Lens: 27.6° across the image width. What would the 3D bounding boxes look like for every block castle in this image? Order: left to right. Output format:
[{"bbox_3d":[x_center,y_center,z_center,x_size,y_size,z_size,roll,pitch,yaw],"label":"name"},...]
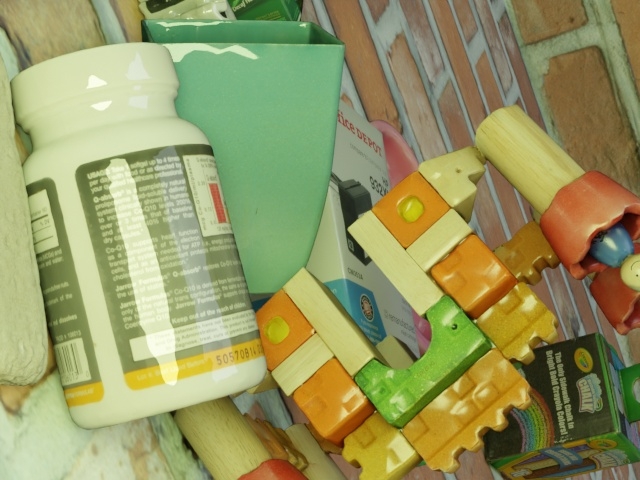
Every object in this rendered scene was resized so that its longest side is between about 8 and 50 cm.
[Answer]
[{"bbox_3d":[0.119,0.121,1.202,0.213,0.453,0.303,51,5,28],"label":"block castle"}]

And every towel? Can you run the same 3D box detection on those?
[{"bbox_3d":[-0.272,-0.038,0.894,0.187,0.049,0.282,13,64,-66],"label":"towel"}]

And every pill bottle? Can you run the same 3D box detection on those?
[{"bbox_3d":[-0.148,-0.003,1.025,0.162,0.162,0.279,-4,80,-70],"label":"pill bottle"}]

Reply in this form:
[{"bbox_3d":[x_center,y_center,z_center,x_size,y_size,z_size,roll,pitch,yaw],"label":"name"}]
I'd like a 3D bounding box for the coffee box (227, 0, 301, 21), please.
[{"bbox_3d":[-0.110,-0.300,1.426,0.040,0.113,0.184,-76,146,-49],"label":"coffee box"}]

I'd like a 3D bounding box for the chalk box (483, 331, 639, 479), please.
[{"bbox_3d":[0.423,0.275,2.143,0.179,0.288,0.180,43,37,-55],"label":"chalk box"}]

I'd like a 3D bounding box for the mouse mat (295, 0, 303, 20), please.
[{"bbox_3d":[-0.059,-0.357,1.755,0.190,0.007,0.153,-87,153,-44],"label":"mouse mat"}]

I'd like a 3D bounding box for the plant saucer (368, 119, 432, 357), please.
[{"bbox_3d":[0.091,0.005,1.768,0.332,0.084,0.332,-15,90,-71],"label":"plant saucer"}]

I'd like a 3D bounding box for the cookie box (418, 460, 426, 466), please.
[{"bbox_3d":[0.114,0.237,1.717,0.107,0.040,0.092,49,32,-49],"label":"cookie box"}]

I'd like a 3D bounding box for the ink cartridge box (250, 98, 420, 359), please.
[{"bbox_3d":[0.000,0.000,1.462,0.223,0.129,0.308,30,48,-62],"label":"ink cartridge box"}]

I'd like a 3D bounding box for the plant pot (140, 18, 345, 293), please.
[{"bbox_3d":[-0.078,-0.076,1.197,0.166,0.165,0.234,-122,-147,-70],"label":"plant pot"}]

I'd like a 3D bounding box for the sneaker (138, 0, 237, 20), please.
[{"bbox_3d":[-0.111,-0.169,1.346,0.118,0.110,0.292,30,47,-74],"label":"sneaker"}]
